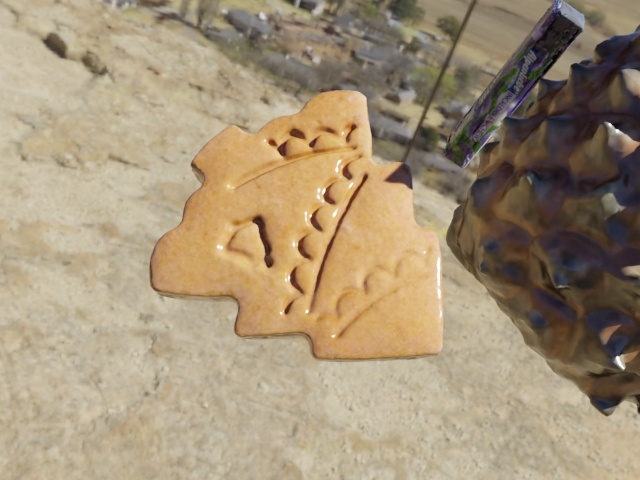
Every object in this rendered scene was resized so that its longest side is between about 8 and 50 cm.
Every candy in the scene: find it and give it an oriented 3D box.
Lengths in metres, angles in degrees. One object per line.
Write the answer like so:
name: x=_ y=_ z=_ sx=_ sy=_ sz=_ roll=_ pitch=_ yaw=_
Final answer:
candy: x=0.316 y=-0.256 z=1.321 sx=0.061 sy=0.312 sz=0.088 roll=35 pitch=34 yaw=-3

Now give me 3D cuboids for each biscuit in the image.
biscuit: x=0.000 y=0.000 z=0.753 sx=0.306 sy=0.043 sz=0.284 roll=41 pitch=78 yaw=15

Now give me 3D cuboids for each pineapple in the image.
pineapple: x=0.226 y=-0.077 z=0.345 sx=0.175 sy=0.361 sz=0.175 roll=39 pitch=18 yaw=-15
